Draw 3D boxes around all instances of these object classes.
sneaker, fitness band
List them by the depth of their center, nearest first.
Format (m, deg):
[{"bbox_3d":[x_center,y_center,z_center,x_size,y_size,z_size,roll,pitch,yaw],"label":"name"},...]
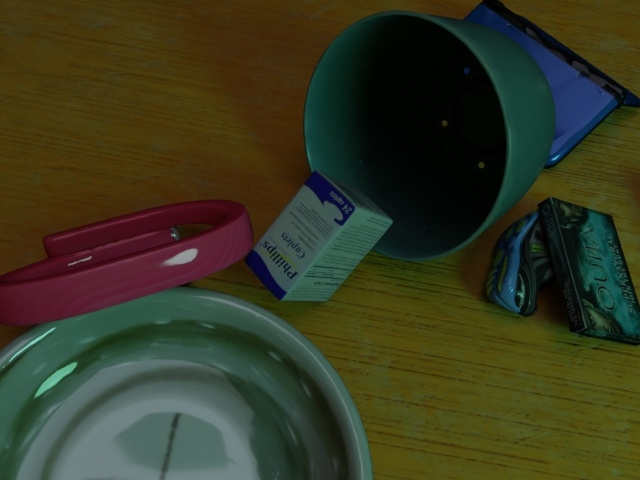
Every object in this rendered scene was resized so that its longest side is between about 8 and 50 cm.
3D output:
[{"bbox_3d":[-0.217,0.018,0.703,0.291,0.054,0.209,-18,19,-21],"label":"fitness band"},{"bbox_3d":[0.279,0.026,0.849,0.078,0.067,0.188,37,53,-8],"label":"sneaker"}]

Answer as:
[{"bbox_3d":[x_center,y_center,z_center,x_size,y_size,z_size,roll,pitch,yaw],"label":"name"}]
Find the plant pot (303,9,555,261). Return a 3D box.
[{"bbox_3d":[0.163,-0.146,0.820,0.235,0.293,0.293,-23,59,-43],"label":"plant pot"}]

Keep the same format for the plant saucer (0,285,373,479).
[{"bbox_3d":[-0.154,0.234,0.600,0.401,0.100,0.400,4,54,-6],"label":"plant saucer"}]

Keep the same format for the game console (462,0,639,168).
[{"bbox_3d":[0.365,-0.267,1.090,0.250,0.173,0.293,-44,67,1],"label":"game console"}]

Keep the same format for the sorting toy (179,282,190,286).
[{"bbox_3d":[-0.198,0.049,0.753,0.042,0.061,0.102,41,36,20],"label":"sorting toy"}]

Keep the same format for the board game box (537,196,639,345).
[{"bbox_3d":[0.355,0.039,0.825,0.126,0.026,0.186,12,58,-28],"label":"board game box"}]

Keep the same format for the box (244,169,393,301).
[{"bbox_3d":[0.000,0.000,0.743,0.072,0.126,0.137,44,103,22],"label":"box"}]
